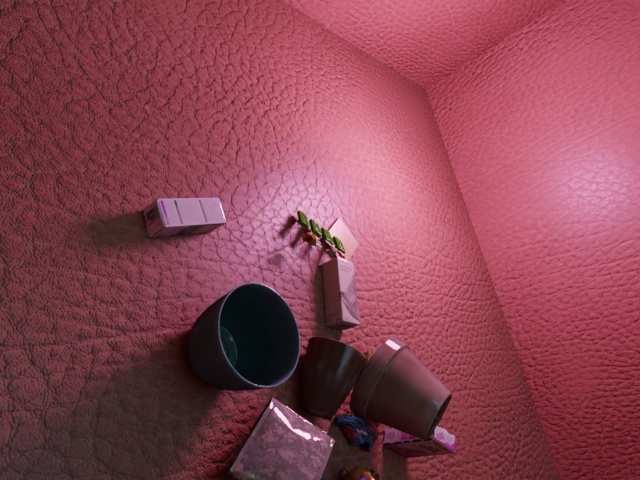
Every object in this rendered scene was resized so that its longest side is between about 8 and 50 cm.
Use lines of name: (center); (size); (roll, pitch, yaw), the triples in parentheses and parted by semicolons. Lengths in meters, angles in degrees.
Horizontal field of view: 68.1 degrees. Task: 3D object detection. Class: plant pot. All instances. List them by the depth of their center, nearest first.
plant pot: (-0.242, 0.297, 1.369); (0.293, 0.235, 0.293); (28, 48, -38)
plant pot: (0.024, 0.485, 1.634); (0.215, 0.215, 0.231); (39, 57, -30)
plant pot: (0.311, 0.561, 1.734); (0.280, 0.324, 0.323); (28, 25, 27)

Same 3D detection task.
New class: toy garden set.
toy garden set: (0.000, 0.000, 1.934); (0.244, 0.049, 0.204); (36, 17, -24)

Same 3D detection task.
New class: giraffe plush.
giraffe plush: (0.133, 0.829, 1.563); (0.181, 0.210, 0.171); (27, 39, -7)

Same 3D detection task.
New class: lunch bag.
lunch bag: (-0.112, 0.619, 1.338); (0.235, 0.169, 0.287); (33, 40, 5)

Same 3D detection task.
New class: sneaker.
sneaker: (0.130, 0.697, 1.720); (0.221, 0.083, 0.087); (39, 51, -25)

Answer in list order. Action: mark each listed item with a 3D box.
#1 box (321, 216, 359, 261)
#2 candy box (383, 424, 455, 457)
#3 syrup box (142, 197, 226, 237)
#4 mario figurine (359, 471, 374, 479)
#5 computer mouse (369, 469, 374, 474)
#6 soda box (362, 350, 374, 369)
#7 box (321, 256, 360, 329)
box: (0.092, 0.007, 2.133); (0.164, 0.021, 0.201); (55, 37, -13)
candy box: (0.384, 0.781, 1.847); (0.159, 0.233, 0.071); (39, 43, -29)
syrup box: (-0.424, -0.075, 1.488); (0.236, 0.093, 0.097); (-6, 75, -52)
mario figurine: (0.016, 0.801, 1.403); (0.198, 0.320, 0.170); (-121, -158, -55)
computer mouse: (0.171, 0.927, 1.661); (0.071, 0.041, 0.242); (41, 41, -27)
soda box: (0.231, 0.523, 1.959); (0.181, 0.061, 0.058); (37, 45, -32)
box: (0.082, 0.217, 1.932); (0.113, 0.094, 0.275); (20, 55, -42)
